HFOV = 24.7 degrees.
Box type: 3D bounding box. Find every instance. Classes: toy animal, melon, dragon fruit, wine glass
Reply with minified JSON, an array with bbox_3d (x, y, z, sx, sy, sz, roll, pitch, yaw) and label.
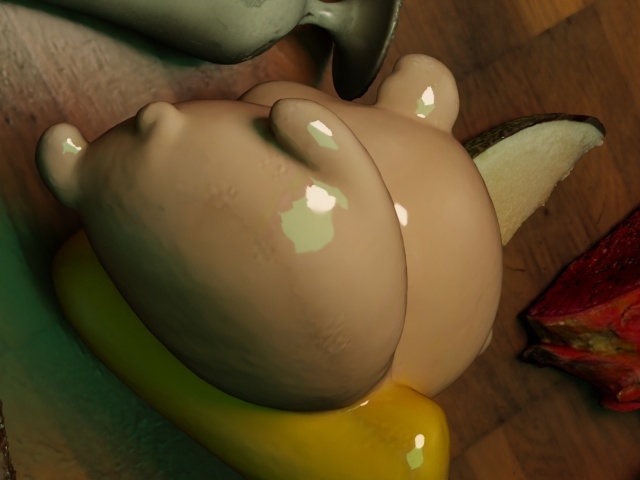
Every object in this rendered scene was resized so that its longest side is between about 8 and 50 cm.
[{"bbox_3d":[-0.018,-0.008,0.900,0.247,0.277,0.345,-51,139,-25],"label":"toy animal"},{"bbox_3d":[0.129,-0.041,1.058,0.182,0.054,0.098,-49,117,-10],"label":"melon"},{"bbox_3d":[0.280,0.035,1.091,0.262,0.189,0.163,-38,79,-10],"label":"dragon fruit"},{"bbox_3d":[-0.072,-0.165,0.930,0.231,0.103,0.103,13,92,-20],"label":"wine glass"}]

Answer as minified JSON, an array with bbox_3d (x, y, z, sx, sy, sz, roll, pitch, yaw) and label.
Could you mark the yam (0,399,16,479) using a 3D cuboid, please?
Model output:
[{"bbox_3d":[-0.253,0.123,0.883,0.131,0.131,0.279,-11,103,-21],"label":"yam"}]
